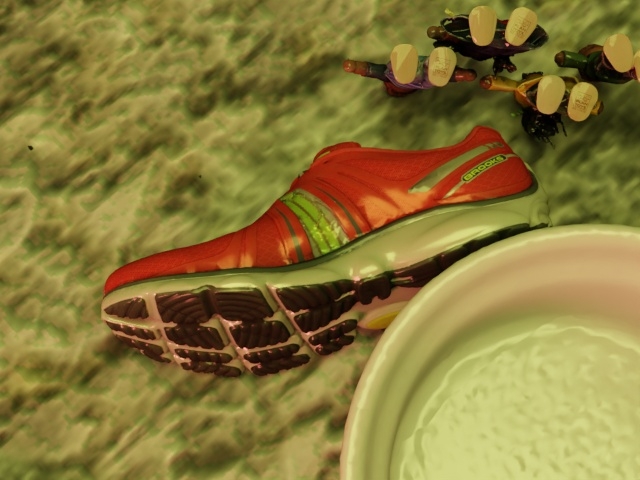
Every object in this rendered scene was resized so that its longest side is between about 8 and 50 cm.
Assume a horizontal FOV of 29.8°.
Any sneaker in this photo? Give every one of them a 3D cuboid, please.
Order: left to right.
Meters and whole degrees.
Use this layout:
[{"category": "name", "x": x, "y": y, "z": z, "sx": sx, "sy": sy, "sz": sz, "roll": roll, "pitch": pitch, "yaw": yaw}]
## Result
[{"category": "sneaker", "x": 0.000, "y": 0.000, "z": 0.744, "sx": 0.278, "sy": 0.107, "sz": 0.118, "roll": -14, "pitch": 57, "yaw": -6}]

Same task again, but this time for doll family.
[{"category": "doll family", "x": 0.114, "y": -0.107, "z": 0.752, "sx": 0.192, "sy": 0.111, "sz": 0.076, "roll": 17, "pitch": 98, "yaw": -5}]

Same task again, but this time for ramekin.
[{"category": "ramekin", "x": 0.148, "y": 0.140, "z": 0.670, "sx": 0.277, "sy": 0.135, "sz": 0.277, "roll": 0, "pitch": 76, "yaw": 1}]
